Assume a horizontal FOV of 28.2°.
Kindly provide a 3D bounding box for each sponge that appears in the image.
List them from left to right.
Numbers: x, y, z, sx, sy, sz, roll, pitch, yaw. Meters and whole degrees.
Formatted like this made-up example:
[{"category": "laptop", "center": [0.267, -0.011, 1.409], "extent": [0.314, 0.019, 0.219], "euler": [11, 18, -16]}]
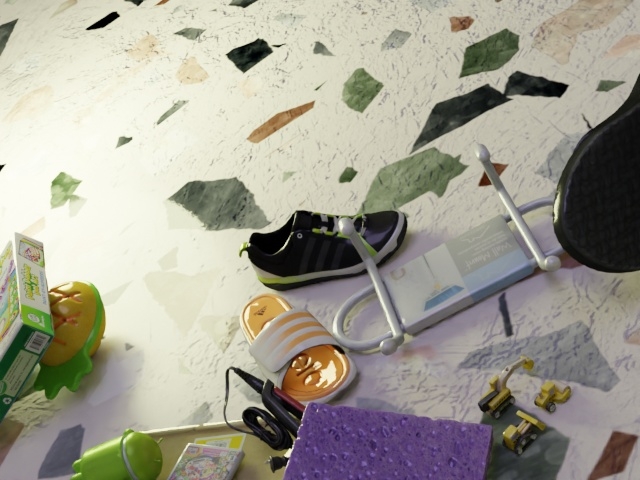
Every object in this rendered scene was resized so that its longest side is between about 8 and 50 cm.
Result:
[{"category": "sponge", "center": [0.073, 0.238, 1.363], "extent": [0.210, 0.031, 0.117], "euler": [5, 46, 14]}]

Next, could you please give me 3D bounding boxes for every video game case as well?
[{"category": "video game case", "center": [-0.149, 0.290, 1.480], "extent": [0.087, 0.011, 0.122], "euler": [0, 46, 37]}]

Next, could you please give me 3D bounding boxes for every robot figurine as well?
[{"category": "robot figurine", "center": [-0.240, 0.271, 1.525], "extent": [0.115, 0.067, 0.101], "euler": [-23, 30, 11]}]

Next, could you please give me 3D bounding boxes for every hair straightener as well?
[{"category": "hair straightener", "center": [-0.035, 0.217, 1.440], "extent": [0.230, 0.047, 0.089], "euler": [35, 54, 28]}]

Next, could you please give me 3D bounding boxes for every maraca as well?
[{"category": "maraca", "center": [-0.364, 0.139, 1.827], "extent": [0.127, 0.099, 0.185], "euler": [-23, 51, 28]}]

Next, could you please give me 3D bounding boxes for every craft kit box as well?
[{"category": "craft kit box", "center": [-0.468, 0.151, 1.827], "extent": [0.250, 0.061, 0.246], "euler": [-56, 27, 18]}]

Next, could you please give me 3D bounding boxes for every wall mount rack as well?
[{"category": "wall mount rack", "center": [0.158, 0.032, 1.529], "extent": [0.350, 0.130, 0.304], "euler": [-28, 35, 6]}]

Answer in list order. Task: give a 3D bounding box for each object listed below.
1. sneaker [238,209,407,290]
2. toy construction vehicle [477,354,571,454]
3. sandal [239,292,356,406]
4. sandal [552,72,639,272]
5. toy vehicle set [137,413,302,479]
[{"category": "sneaker", "center": [0.000, 0.000, 1.717], "extent": [0.235, 0.097, 0.084], "euler": [-20, 37, 17]}, {"category": "toy construction vehicle", "center": [0.217, 0.175, 1.389], "extent": [0.098, 0.035, 0.086], "euler": [-41, 36, -14]}, {"category": "sandal", "center": [-0.053, 0.123, 1.622], "extent": [0.102, 0.076, 0.265], "euler": [-38, 35, -9]}, {"category": "sandal", "center": [0.392, -0.107, 1.534], "extent": [0.446, 0.167, 0.107], "euler": [-49, 12, -35]}, {"category": "toy vehicle set", "center": [-0.129, 0.290, 1.510], "extent": [0.267, 0.035, 0.166], "euler": [-10, 40, 28]}]
